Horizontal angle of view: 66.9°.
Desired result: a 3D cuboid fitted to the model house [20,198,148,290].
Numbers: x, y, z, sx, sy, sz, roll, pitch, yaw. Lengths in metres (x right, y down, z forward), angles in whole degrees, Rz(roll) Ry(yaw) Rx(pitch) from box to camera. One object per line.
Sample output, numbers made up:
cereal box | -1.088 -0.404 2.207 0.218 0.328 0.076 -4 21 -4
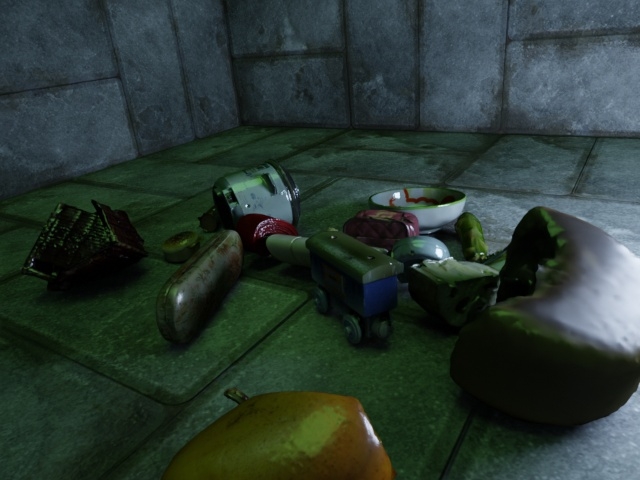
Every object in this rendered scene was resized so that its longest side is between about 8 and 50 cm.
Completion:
model house | -0.687 0.035 1.525 0.282 0.297 0.317 8 -12 8

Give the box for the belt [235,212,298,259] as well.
belt | -0.171 -0.014 1.519 0.124 0.128 0.201 17 0 41

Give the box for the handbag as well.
handbag | 0.183 -0.013 1.462 0.225 0.146 0.135 6 21 25

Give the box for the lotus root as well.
lotus root | 0.311 0.117 1.131 0.235 0.138 0.119 2 11 -33

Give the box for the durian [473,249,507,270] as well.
durian | 0.540 0.108 1.209 0.394 0.163 0.198 7 65 36

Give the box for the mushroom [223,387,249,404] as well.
mushroom | -0.120 0.313 0.867 0.129 0.073 0.088 40 56 12

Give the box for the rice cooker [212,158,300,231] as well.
rice cooker | -0.210 -0.133 1.672 0.316 0.316 0.264 -19 70 -28

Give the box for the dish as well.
dish | 0.325 -0.090 1.641 0.324 0.124 0.324 -4 16 1

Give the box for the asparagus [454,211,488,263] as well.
asparagus | 0.454 0.000 1.446 0.082 0.085 0.343 -14 20 15

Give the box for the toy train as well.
toy train | 0.069 0.104 1.147 0.131 0.202 0.299 -15 24 -26

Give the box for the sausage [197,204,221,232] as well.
sausage | -0.385 -0.138 1.956 0.082 0.082 0.371 0 23 12

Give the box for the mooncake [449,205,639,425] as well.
mooncake | 0.414 0.138 0.921 0.394 0.246 0.393 -8 38 -15

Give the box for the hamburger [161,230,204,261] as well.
hamburger | -0.457 0.015 1.616 0.141 0.081 0.126 -7 24 0

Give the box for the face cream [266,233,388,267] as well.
face cream | 0.028 0.046 1.383 0.348 0.081 0.173 8 -13 30

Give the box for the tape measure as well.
tape measure | 0.330 0.038 1.218 0.330 0.164 0.084 -13 56 30

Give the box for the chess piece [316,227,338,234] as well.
chess piece | 0.000 -0.001 1.587 0.060 0.060 0.172 13 28 36

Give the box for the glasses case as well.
glasses case | -0.304 0.106 1.283 0.098 0.156 0.425 1 24 12

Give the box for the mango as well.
mango | -0.073 0.330 0.700 0.350 0.201 0.199 -15 -5 -3
